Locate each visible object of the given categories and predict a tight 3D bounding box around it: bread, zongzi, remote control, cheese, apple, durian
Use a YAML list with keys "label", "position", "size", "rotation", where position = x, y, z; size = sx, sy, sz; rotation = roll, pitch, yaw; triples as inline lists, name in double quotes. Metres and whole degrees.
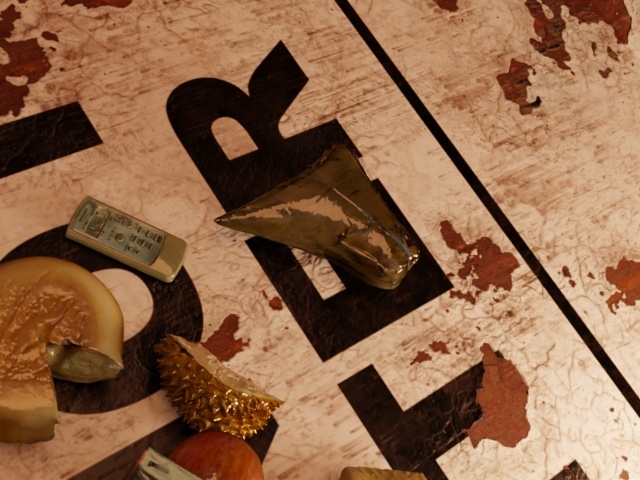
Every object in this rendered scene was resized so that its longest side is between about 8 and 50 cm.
- label: "bread"
  position: [-0.501, 0.182, 1.509]
  size: [0.333, 0.160, 0.333]
  rotation: [11, 57, -18]
- label: "zongzi"
  position: [0.000, 0.000, 1.818]
  size: [0.360, 0.160, 0.323]
  rotation: [-28, 75, -33]
- label: "remote control"
  position: [-0.380, -0.002, 1.737]
  size: [0.234, 0.038, 0.098]
  rotation: [25, 55, -7]
- label: "cheese"
  position: [0.121, 0.486, 1.639]
  size: [0.167, 0.094, 0.123]
  rotation: [9, 61, -18]
- label: "apple"
  position: [-0.188, 0.419, 1.491]
  size: [0.188, 0.188, 0.173]
  rotation: [31, 51, -4]
- label: "durian"
  position: [-0.208, 0.271, 1.580]
  size: [0.250, 0.138, 0.183]
  rotation: [40, 11, 5]

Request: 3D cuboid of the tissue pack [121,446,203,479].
- label: "tissue pack"
  position: [-0.263, 0.510, 1.356]
  size: [0.228, 0.103, 0.315]
  rotation: [34, 99, -2]
